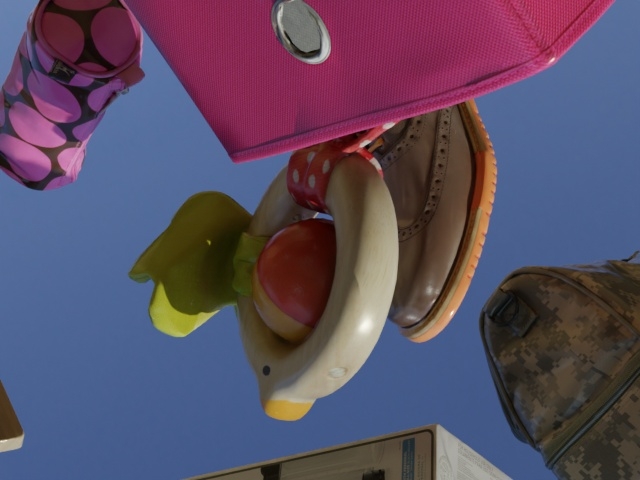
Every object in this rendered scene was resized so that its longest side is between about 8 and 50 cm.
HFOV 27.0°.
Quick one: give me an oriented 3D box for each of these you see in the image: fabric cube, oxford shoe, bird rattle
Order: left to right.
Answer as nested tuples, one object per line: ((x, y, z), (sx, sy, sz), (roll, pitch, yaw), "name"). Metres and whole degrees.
((0.000, 0.000, 0.880), (0.143, 0.253, 0.207), (17, -139, -37), "bird rattle")
((0.027, -0.230, 0.685), (0.254, 0.258, 0.259), (-11, -151, 51), "fabric cube")
((0.053, -0.093, 1.078), (0.133, 0.130, 0.364), (14, -121, -26), "oxford shoe")

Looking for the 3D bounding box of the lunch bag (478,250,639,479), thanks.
((0.323, 0.122, 1.318), (0.305, 0.212, 0.256), (-6, -128, -47), "lunch bag")

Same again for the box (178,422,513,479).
((0.022, 0.265, 1.244), (0.290, 0.169, 0.087), (-18, -128, 30), "box")

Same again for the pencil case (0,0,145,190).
((-0.208, -0.115, 1.072), (0.098, 0.209, 0.095), (40, -122, -3), "pencil case")

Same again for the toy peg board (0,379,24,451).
((-0.357, 0.148, 1.127), (0.160, 0.079, 0.161), (-6, -138, -32), "toy peg board")
